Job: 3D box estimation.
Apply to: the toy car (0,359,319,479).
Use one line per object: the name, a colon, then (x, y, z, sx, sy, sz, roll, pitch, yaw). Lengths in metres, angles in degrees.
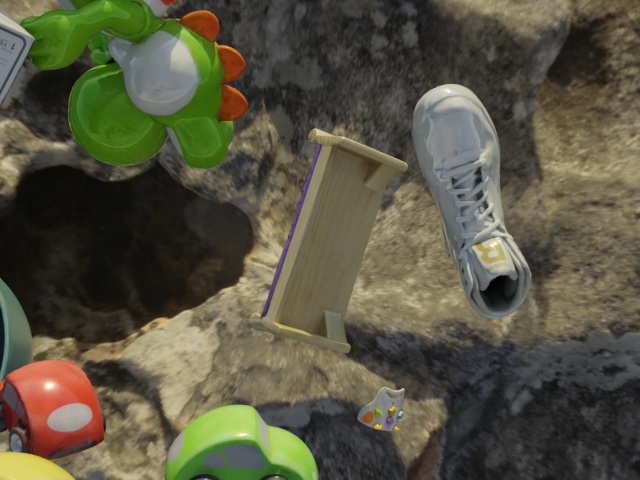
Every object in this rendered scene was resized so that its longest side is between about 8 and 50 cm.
toy car: (-0.111, 0.128, 0.528, 0.224, 0.239, 0.053, 2, 104, -9)

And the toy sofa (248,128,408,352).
toy sofa: (0.000, 0.000, 1.496, 0.150, 0.177, 0.363, 18, 90, -30)

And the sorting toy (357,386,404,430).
sorting toy: (0.119, 0.294, 1.510, 0.083, 0.045, 0.075, 10, 103, -33)

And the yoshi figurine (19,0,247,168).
yoshi figurine: (-0.226, -0.214, 0.850, 0.203, 0.203, 0.362, -44, 120, -30)

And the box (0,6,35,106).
box: (-0.384, -0.086, 0.699, 0.087, 0.169, 0.290, 40, 104, 40)

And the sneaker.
sneaker: (0.195, -0.035, 1.034, 0.108, 0.169, 0.293, -21, 131, 2)

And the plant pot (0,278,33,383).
plant pot: (-0.501, 0.145, 1.081, 0.292, 0.235, 0.293, 0, 78, -1)
